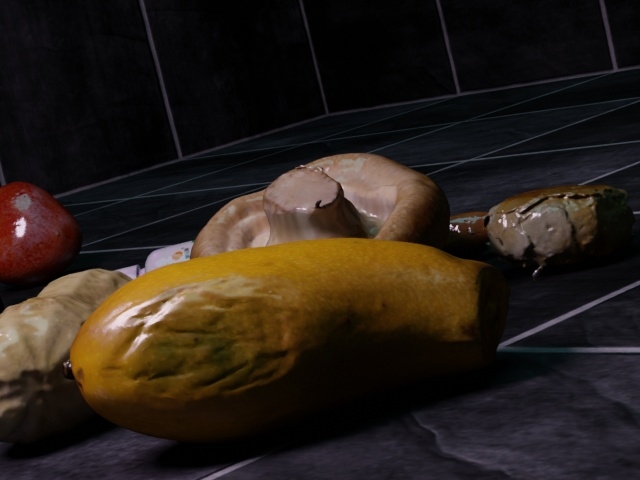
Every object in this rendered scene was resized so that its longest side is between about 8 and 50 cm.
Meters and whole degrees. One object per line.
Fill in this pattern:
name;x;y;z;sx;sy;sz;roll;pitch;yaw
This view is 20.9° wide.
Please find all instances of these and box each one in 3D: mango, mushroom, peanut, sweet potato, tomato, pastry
mango;-0.023;0.074;1.371;0.359;0.144;0.187;-10;19;-15
mushroom;0.000;0.000;1.745;0.278;0.146;0.278;-13;27;7
peanut;-0.227;0.099;1.575;0.130;0.130;0.290;-11;10;16
sweet potato;0.126;0.005;1.911;0.202;0.058;0.055;-17;50;7
tomato;-0.437;-0.009;2.572;0.167;0.167;0.167;-13;8;2
pastry;0.240;-0.016;1.748;0.153;0.081;0.153;-17;5;1

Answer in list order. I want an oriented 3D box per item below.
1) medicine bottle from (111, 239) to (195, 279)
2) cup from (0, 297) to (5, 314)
medicine bottle;-0.105;0.038;1.897;0.260;0.095;0.095;-12;8;1
cup;-0.429;0.083;1.855;0.255;0.178;0.256;-22;14;-40
